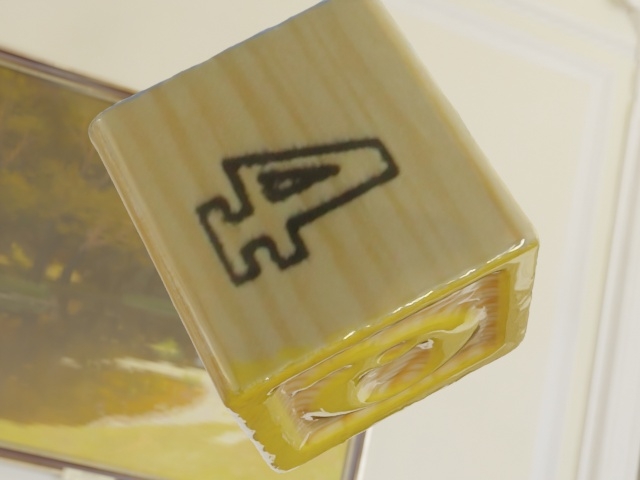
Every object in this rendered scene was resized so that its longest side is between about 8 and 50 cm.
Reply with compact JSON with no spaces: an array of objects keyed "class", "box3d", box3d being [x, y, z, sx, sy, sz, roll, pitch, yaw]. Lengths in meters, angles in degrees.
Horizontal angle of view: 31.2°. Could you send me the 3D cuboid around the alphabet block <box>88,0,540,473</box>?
[{"class":"alphabet block","box3d":[0.000,0.000,0.708,0.193,0.197,0.192,-28,-23,-4]}]
